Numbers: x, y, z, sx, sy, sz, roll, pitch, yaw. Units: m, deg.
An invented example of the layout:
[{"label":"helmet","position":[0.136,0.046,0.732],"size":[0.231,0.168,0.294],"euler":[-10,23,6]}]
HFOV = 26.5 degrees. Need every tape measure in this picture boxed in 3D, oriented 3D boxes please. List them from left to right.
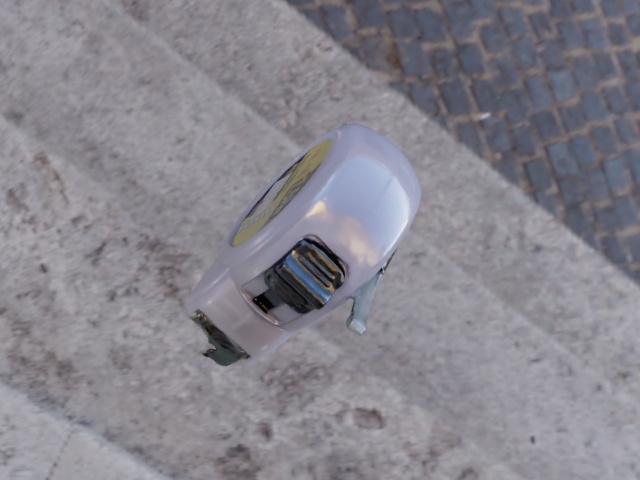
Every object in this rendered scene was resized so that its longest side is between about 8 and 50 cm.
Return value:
[{"label":"tape measure","position":[0.001,0.001,1.067],"size":[0.105,0.178,0.196],"euler":[44,54,-12]}]
